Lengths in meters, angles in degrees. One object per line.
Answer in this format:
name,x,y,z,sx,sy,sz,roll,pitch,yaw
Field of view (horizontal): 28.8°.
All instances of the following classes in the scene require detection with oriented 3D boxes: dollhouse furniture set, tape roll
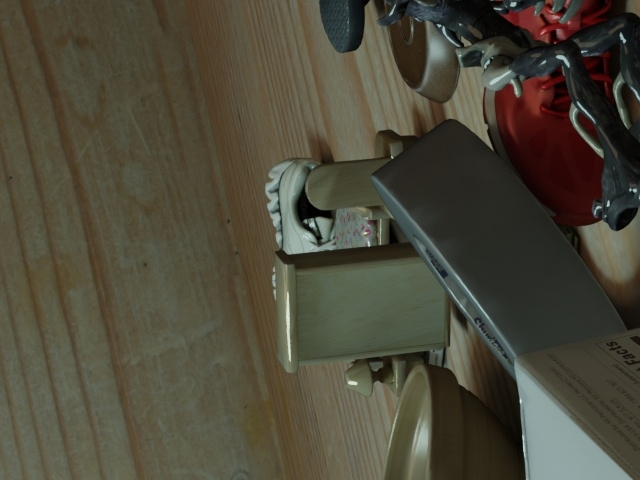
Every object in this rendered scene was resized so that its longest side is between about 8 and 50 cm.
dollhouse furniture set,0.000,0.000,1.382,0.355,0.174,0.303,-133,40,-66
tape roll,0.127,0.021,0.882,0.219,0.072,0.219,53,-179,-1

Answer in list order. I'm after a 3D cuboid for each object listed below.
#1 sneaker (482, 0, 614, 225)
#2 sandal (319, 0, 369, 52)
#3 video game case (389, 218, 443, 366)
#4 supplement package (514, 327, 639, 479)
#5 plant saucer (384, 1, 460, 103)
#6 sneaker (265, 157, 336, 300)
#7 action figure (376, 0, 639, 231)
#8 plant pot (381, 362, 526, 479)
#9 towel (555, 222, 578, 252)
sneaker,0.155,-0.127,0.806,0.128,0.087,0.221,111,145,-72
sandal,0.033,-0.330,1.352,0.097,0.054,0.254,143,125,-70
video game case,0.103,0.075,1.441,0.173,0.022,0.190,90,166,-46
supplement package,0.187,0.184,0.485,0.204,0.145,0.262,-129,29,-68
plant saucer,0.092,-0.213,1.194,0.168,0.029,0.168,170,90,-79
sneaker,-0.009,0.022,1.771,0.118,0.110,0.292,167,91,-70
action figure,0.115,-0.146,0.694,0.275,0.164,0.141,48,129,13
plant pot,0.126,0.238,1.161,0.237,0.110,0.237,-172,90,-86
towel,0.182,0.002,0.988,0.083,0.009,0.060,-117,20,-56
